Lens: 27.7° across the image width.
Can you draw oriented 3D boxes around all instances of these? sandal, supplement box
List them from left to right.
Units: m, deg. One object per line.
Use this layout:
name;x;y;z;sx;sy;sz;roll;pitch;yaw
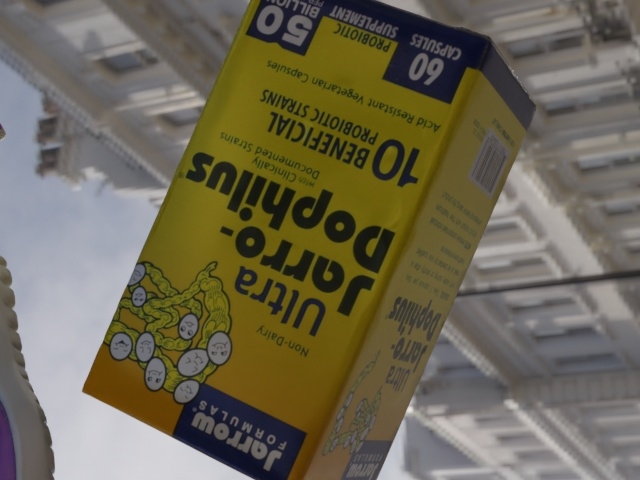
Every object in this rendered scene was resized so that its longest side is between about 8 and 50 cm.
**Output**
sandal;-0.265;0.138;0.881;0.102;0.416;0.169;15;-71;-25
supplement box;0.000;0.000;1.022;0.357;0.194;0.195;-67;-21;-1

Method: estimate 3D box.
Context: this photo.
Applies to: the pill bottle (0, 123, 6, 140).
pill bottle;-0.268;-0.101;0.945;0.083;0.043;0.043;61;-150;-12
